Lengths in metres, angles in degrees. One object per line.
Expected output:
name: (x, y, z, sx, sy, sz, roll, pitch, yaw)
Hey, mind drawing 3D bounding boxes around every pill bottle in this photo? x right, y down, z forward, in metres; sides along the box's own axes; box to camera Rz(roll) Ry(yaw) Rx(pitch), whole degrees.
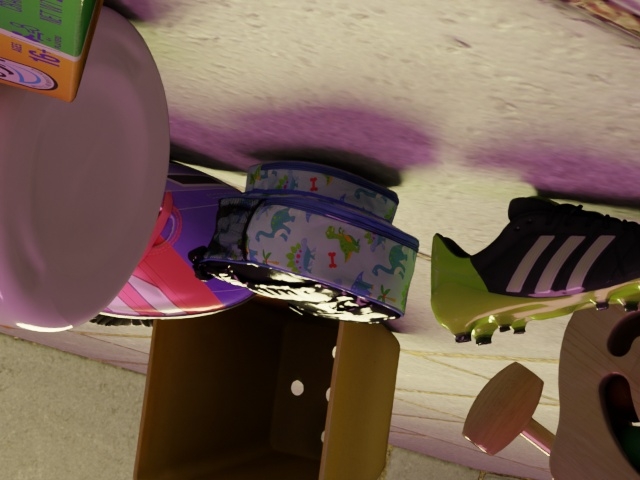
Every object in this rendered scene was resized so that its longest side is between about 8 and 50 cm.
pill bottle: (-0.223, -0.052, 0.730, 0.272, 0.152, 0.152, 10, 169, 23)

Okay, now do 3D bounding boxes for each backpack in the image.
backpack: (0.000, 0.000, 0.892, 0.105, 0.084, 0.114, 21, 173, -35)

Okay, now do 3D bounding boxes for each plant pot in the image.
plant pot: (-0.033, 0.156, 1.500, 0.212, 0.212, 0.187, 8, 180, 31)

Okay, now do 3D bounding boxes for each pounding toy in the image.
pounding toy: (0.233, 0.111, 0.944, 0.269, 0.154, 0.155, 24, 176, 30)

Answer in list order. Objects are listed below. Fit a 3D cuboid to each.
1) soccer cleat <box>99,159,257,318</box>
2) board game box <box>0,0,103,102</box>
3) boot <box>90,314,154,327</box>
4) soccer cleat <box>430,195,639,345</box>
soccer cleat: (-0.172, -0.031, 0.922, 0.318, 0.109, 0.116, 19, 165, -11)
board game box: (-0.219, -0.141, 0.480, 0.316, 0.064, 0.242, 15, 170, -8)
boot: (-0.246, 0.049, 1.582, 0.189, 0.076, 0.208, 25, 172, -37)
soccer cleat: (0.139, 0.006, 0.818, 0.178, 0.072, 0.060, -14, 167, 24)
